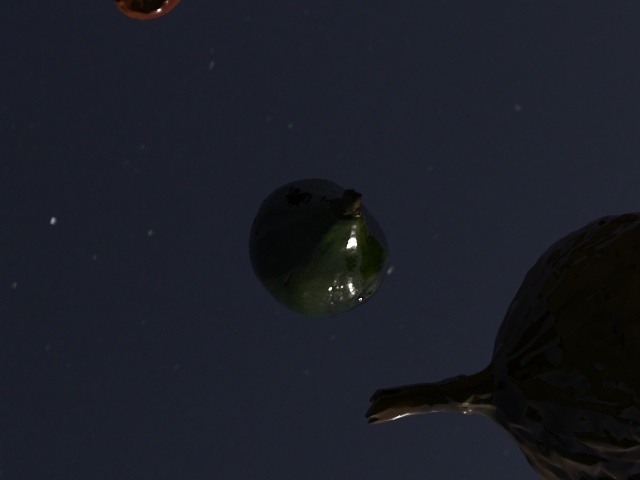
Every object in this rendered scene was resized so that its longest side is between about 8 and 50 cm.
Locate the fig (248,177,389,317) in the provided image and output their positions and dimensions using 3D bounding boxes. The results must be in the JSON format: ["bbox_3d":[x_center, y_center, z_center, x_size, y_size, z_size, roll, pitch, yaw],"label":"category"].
[{"bbox_3d":[0.000,0.000,0.999,0.117,0.177,0.117,1,-100,-5],"label":"fig"}]

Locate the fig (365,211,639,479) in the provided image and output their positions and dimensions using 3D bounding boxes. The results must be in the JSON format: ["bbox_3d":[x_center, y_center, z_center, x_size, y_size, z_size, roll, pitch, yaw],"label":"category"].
[{"bbox_3d":[0.217,0.132,1.120,0.369,0.286,0.286,-14,-116,-12],"label":"fig"}]

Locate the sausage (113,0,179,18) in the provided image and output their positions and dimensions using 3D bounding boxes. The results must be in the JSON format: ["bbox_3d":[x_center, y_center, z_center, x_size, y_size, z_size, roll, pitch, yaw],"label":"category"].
[{"bbox_3d":[-0.142,-0.249,1.127,0.076,0.076,0.197,24,-156,-7],"label":"sausage"}]
